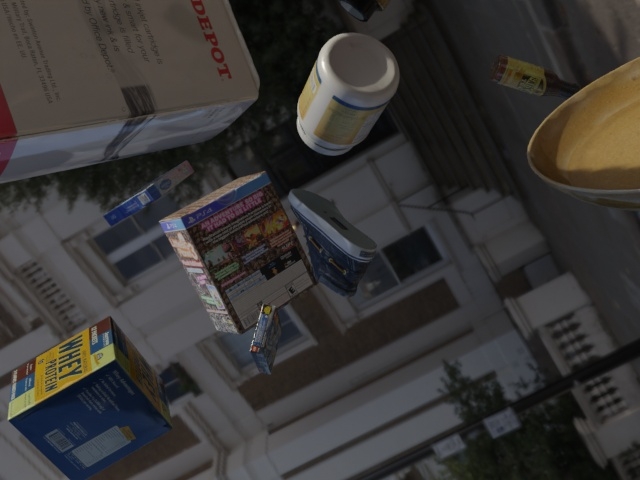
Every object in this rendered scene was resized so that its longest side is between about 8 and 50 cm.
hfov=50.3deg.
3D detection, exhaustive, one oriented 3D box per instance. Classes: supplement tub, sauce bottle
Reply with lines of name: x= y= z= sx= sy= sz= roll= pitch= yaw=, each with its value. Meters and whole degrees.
supplement tub: x=0.041 y=-0.253 z=1.212 sx=0.144 sy=0.144 sz=0.200 roll=63 pitch=154 yaw=14
sauce bottle: x=0.312 y=-0.232 z=0.987 sx=0.128 sy=0.042 sz=0.042 roll=15 pitch=-164 yaw=-4

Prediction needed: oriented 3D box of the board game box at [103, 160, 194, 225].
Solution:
board game box: x=-0.216 y=-0.060 z=0.860 sx=0.020 sy=0.090 sz=0.090 roll=56 pitch=-143 yaw=-14

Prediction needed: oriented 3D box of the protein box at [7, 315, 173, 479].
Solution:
protein box: x=-0.407 y=0.286 z=1.222 sx=0.200 sy=0.201 sz=0.136 roll=63 pitch=175 yaw=-33

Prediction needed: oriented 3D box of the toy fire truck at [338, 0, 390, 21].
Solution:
toy fire truck: x=0.011 y=-0.461 z=1.052 sx=0.217 sy=0.158 sz=0.246 roll=33 pitch=-176 yaw=-23

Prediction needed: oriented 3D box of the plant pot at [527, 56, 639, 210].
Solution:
plant pot: x=0.246 y=-0.081 z=0.413 sx=0.032 sy=0.236 sz=0.236 roll=61 pitch=-171 yaw=-19

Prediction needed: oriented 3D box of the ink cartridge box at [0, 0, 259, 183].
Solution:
ink cartridge box: x=-0.219 y=-0.168 z=0.566 sx=0.283 sy=0.117 sz=0.207 roll=-19 pitch=-94 yaw=-39

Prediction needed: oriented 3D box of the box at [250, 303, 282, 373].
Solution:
box: x=-0.100 y=0.186 z=1.274 sx=0.137 sy=0.027 sz=0.094 roll=86 pitch=-163 yaw=-63

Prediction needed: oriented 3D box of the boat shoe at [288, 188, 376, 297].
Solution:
boat shoe: x=0.000 y=0.000 z=0.955 sx=0.065 sy=0.083 sz=0.183 roll=2 pitch=-150 yaw=-39

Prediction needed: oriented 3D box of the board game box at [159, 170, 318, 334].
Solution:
board game box: x=-0.181 y=0.028 z=1.543 sx=0.141 sy=0.232 sz=0.291 roll=-4 pitch=114 yaw=58
